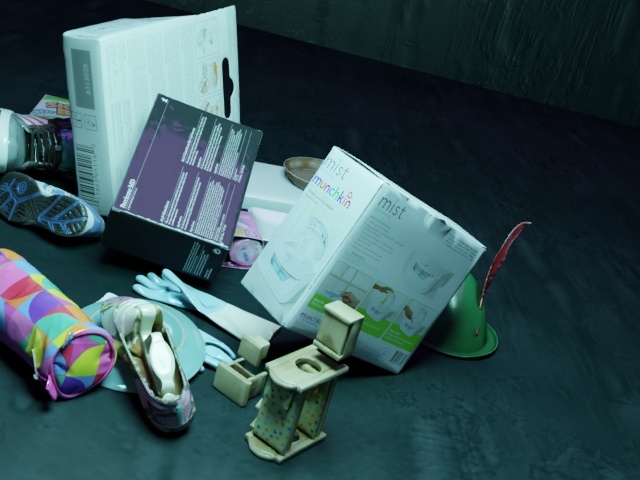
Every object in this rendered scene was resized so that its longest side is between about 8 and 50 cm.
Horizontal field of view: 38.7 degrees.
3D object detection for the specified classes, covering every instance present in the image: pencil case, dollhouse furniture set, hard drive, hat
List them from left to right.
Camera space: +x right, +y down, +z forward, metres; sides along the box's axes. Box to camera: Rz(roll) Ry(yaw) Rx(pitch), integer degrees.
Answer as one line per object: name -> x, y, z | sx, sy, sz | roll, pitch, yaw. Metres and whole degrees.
pencil case -> -0.352, 0.099, 1.124 | 0.104, 0.104, 0.236 | -9, 32, -45
hard drive -> -0.124, -0.110, 1.834 | 0.308, 0.040, 0.203 | 10, 23, -15
dollhouse furniture set -> -0.061, 0.142, 1.100 | 0.161, 0.181, 0.101 | 30, 26, 30
hat -> 0.231, 0.062, 1.476 | 0.173, 0.183, 0.208 | 17, 22, 4

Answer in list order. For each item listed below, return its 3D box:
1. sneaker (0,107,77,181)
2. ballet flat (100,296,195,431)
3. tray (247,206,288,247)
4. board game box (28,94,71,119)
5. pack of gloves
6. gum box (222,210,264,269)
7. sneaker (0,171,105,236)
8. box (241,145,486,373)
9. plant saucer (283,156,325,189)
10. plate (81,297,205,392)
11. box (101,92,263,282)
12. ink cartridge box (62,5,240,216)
sneaker -> -0.473, -0.162, 1.597 | 0.178, 0.123, 0.295 | 6, 10, -11
ballet flat -> -0.207, 0.129, 1.107 | 0.077, 0.079, 0.221 | -11, 48, -27
tray -> 0.000, 0.000, 1.673 | 0.270, 0.030, 0.145 | 10, 24, -13
board game box -> -0.537, -0.250, 1.905 | 0.124, 0.039, 0.259 | 12, 20, -10
pack of gloves -> -0.193, 0.099, 1.296 | 0.232, 0.046, 0.195 | 22, 23, 16
gum box -> -0.192, -0.010, 1.525 | 0.188, 0.062, 0.107 | 7, 25, -20
sneaker -> -0.439, -0.049, 1.466 | 0.211, 0.080, 0.081 | 25, -2, 26
box -> 0.068, 0.035, 1.265 | 0.262, 0.231, 0.127 | 27, 9, -45
plant saucer -> 0.004, -0.127, 1.865 | 0.168, 0.029, 0.168 | 13, 23, -6
plate -> -0.242, 0.127, 1.191 | 0.188, 0.024, 0.188 | 10, 32, -6
box -> -0.214, -0.087, 1.437 | 0.184, 0.103, 0.261 | 22, 49, -12
ink cartridge box -> -0.284, -0.245, 1.629 | 0.091, 0.308, 0.385 | 12, 26, 26
